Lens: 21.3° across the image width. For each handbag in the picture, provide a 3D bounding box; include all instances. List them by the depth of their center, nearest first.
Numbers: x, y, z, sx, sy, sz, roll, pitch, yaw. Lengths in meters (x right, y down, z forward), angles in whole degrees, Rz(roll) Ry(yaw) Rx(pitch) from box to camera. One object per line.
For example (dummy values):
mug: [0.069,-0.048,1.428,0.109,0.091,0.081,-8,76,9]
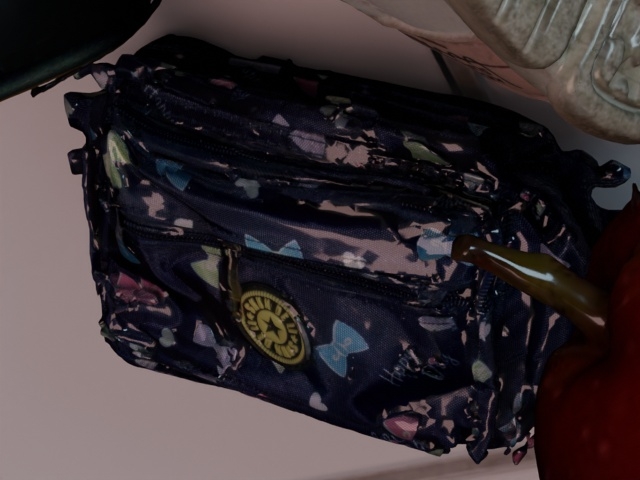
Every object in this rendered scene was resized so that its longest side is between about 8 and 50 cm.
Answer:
handbag: [0.000,0.000,0.750,0.260,0.113,0.162,16,122,25]

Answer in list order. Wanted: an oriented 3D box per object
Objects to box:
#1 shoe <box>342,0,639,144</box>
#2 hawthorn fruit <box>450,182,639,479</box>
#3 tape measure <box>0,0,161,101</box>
shoe: [0.025,-0.169,0.596,0.351,0.172,0.198,37,171,-26]
hawthorn fruit: [0.169,0.057,0.619,0.266,0.210,0.230,31,88,-15]
tape measure: [-0.167,-0.101,0.690,0.202,0.223,0.135,-14,108,30]
